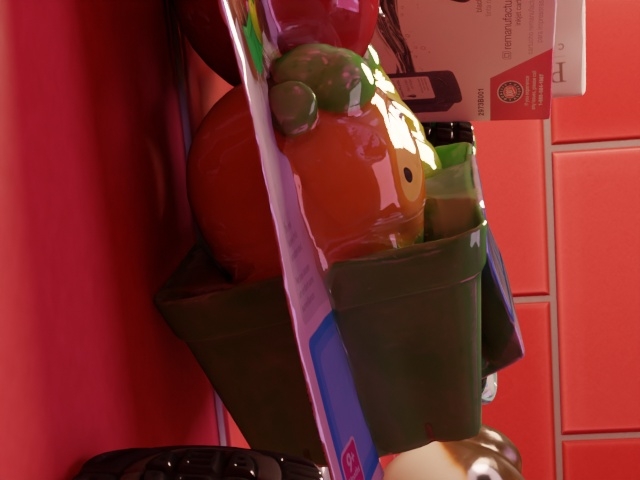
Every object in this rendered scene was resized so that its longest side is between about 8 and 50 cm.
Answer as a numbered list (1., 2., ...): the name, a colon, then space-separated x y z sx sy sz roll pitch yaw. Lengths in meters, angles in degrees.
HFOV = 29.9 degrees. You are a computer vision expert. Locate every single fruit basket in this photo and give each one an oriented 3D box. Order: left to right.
1. fruit basket: 0.003 -0.079 0.611 0.327 0.165 0.353 -69 151 -75

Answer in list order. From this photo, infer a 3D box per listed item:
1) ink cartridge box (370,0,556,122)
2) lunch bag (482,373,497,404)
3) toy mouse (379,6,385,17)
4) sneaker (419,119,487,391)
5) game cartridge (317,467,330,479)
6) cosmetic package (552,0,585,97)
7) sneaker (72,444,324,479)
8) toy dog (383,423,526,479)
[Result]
1. ink cartridge box: 0.082 -0.192 1.046 0.172 0.237 0.100 79 12 -52
2. lunch bag: 0.092 0.044 1.248 0.224 0.107 0.279 36 45 -44
3. toy mouse: -0.005 -0.170 0.781 0.031 0.161 0.143 -26 136 -45
4. sneaker: 0.080 0.001 1.078 0.146 0.134 0.344 82 4 -46
5. game cartridge: -0.004 0.185 0.897 0.294 0.060 0.196 -81 163 -62
6. cosmetic package: 0.178 -0.418 1.629 0.327 0.329 0.394 -82 166 -63
7. sneaker: -0.044 0.158 0.328 0.286 0.109 0.130 -58 150 -76
8. toy dog: 0.186 0.404 1.413 0.395 0.284 0.408 44 -23 50
